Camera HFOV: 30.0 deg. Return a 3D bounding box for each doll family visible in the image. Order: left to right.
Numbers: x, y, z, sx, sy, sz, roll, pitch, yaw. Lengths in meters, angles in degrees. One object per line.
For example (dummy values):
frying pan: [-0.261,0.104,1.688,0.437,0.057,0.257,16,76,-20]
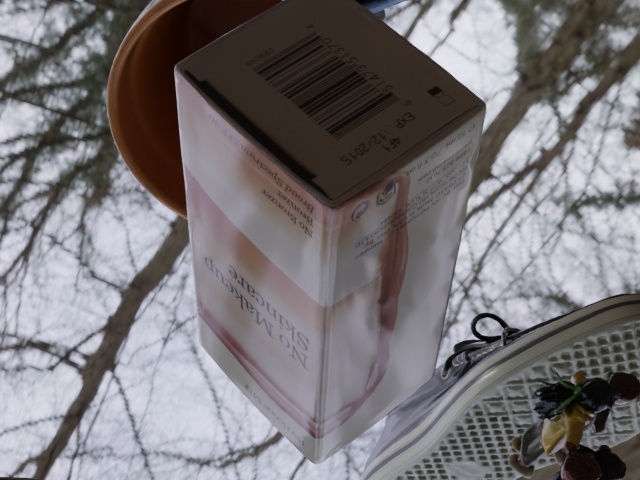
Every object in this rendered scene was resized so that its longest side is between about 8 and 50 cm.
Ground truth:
doll family: [0.178,0.154,0.848,0.076,0.111,0.193,29,-139,-10]

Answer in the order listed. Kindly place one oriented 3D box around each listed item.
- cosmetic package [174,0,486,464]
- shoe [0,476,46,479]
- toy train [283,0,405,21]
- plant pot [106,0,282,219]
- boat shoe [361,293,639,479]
cosmetic package: [0.000,0.000,0.801,0.129,0.296,0.153,-35,-121,-25]
shoe: [-0.377,0.253,1.194,0.219,0.058,0.076,13,-161,-15]
toy train: [-0.011,-0.210,0.820,0.080,0.105,0.184,-30,-117,-36]
plant pot: [-0.062,-0.177,1.246,0.290,0.291,0.203,20,-146,-12]
boat shoe: [0.215,0.172,1.343,0.186,0.500,0.156,27,-131,-17]
